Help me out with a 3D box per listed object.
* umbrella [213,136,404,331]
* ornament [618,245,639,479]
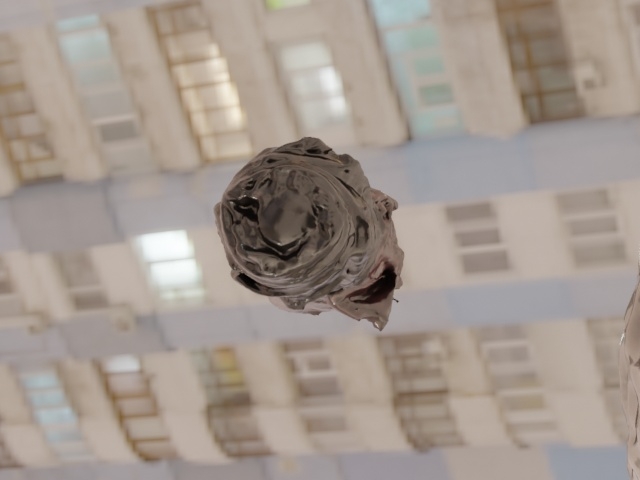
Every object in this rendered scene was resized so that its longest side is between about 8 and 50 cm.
[{"bbox_3d":[0.000,0.000,1.078,0.326,0.094,0.090,36,-117,-82],"label":"umbrella"},{"bbox_3d":[0.272,0.037,0.636,0.337,0.337,0.337,21,-114,-60],"label":"ornament"}]
